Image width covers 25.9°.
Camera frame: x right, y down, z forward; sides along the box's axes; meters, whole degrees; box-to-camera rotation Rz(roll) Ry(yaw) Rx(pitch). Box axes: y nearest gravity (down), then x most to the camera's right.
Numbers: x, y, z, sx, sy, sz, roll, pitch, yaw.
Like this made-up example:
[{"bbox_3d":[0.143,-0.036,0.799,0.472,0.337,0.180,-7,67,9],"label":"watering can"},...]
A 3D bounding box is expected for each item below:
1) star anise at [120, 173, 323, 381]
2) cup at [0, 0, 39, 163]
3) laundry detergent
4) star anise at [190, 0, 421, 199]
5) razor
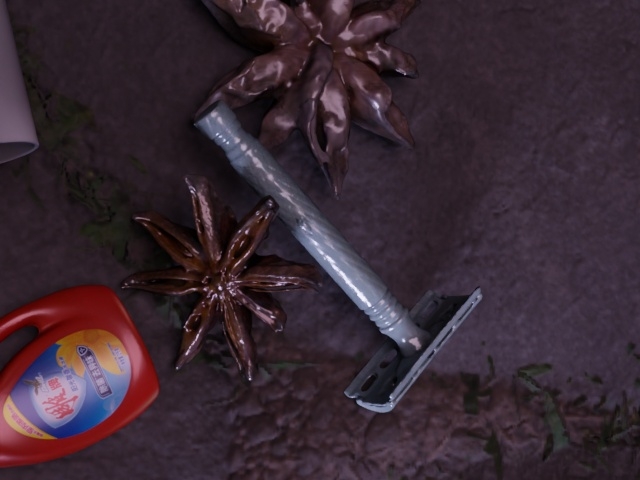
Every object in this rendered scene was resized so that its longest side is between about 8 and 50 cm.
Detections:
[{"bbox_3d":[-0.065,0.019,0.906,0.141,0.141,0.042,61,22,-5],"label":"star anise"},{"bbox_3d":[-0.249,-0.104,0.838,0.136,0.099,0.133,-12,88,-25],"label":"cup"},{"bbox_3d":[-0.188,0.095,0.863,0.165,0.049,0.097,-26,86,-23],"label":"laundry detergent"},{"bbox_3d":[-0.002,-0.136,0.967,0.195,0.065,0.182,26,73,-16],"label":"star anise"},{"bbox_3d":[0.000,0.000,0.935,0.232,0.068,0.106,48,67,-17],"label":"razor"}]
